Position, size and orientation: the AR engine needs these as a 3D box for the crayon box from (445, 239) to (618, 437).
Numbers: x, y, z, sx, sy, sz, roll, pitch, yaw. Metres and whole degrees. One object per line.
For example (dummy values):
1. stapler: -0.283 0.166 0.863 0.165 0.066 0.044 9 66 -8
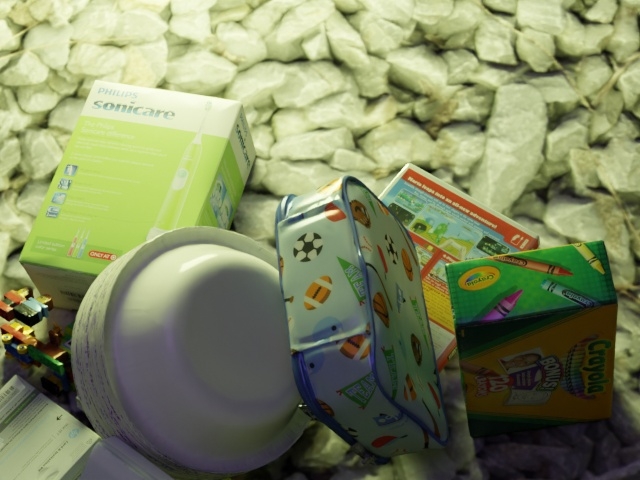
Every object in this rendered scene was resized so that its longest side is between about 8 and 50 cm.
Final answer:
1. crayon box: 0.230 0.113 1.559 0.165 0.278 0.081 -9 57 4

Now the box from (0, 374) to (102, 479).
1. box: -0.351 0.253 1.683 0.186 0.038 0.145 25 65 43

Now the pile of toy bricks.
1. pile of toy bricks: -0.296 0.119 1.748 0.212 0.118 0.105 26 45 34

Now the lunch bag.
1. lunch bag: 0.050 0.097 1.601 0.115 0.243 0.303 -18 56 19

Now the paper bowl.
1. paper bowl: -0.121 0.123 1.606 0.284 0.148 0.284 12 68 -32

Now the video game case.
1. video game case: 0.105 0.054 1.764 0.204 0.025 0.285 31 69 25

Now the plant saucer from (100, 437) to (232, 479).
1. plant saucer: -0.216 0.292 1.664 0.188 0.045 0.188 -42 62 -16

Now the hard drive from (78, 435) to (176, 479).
1. hard drive: -0.135 0.396 1.496 0.353 0.047 0.233 32 109 22

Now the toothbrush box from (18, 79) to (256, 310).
1. toothbrush box: -0.225 -0.047 1.823 0.206 0.122 0.283 9 62 14
